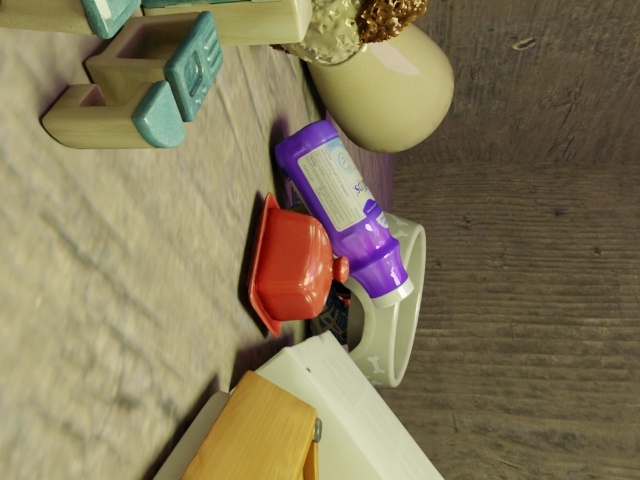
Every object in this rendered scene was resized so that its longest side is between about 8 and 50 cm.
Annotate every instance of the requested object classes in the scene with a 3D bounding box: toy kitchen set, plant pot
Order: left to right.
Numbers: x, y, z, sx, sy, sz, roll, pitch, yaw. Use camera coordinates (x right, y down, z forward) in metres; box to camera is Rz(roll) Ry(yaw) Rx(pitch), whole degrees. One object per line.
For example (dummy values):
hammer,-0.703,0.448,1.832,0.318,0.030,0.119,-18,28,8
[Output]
toy kitchen set,-0.090,-0.170,0.341,0.166,0.122,0.207,80,15,-46
plant pot,0.087,-0.320,1.020,0.274,0.257,0.256,16,75,-63

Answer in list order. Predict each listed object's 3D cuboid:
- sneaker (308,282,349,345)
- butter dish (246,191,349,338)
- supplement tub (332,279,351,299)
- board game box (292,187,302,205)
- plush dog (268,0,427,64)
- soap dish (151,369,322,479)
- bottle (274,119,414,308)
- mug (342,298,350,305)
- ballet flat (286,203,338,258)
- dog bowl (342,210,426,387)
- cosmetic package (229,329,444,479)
sneaker,0.016,0.120,1.039,0.080,0.081,0.211,-75,161,-45
butter dish,-0.021,0.036,0.734,0.160,0.118,0.159,71,22,-60
supplement tub,0.050,0.050,1.147,0.198,0.106,0.106,75,20,-59
board game box,-0.018,-0.096,0.977,0.154,0.026,0.103,-62,152,-66
plush dog,-0.008,-0.306,0.608,0.211,0.262,0.225,-38,126,-33
soap dish,-0.069,0.306,0.514,0.229,0.118,0.290,-56,147,-71
bottle,0.041,-0.035,0.812,0.282,0.092,0.118,60,18,-6
mug,0.124,0.137,1.539,0.150,0.113,0.169,48,41,-77
ballet flat,0.000,0.000,0.899,0.073,0.067,0.206,-45,157,4
dog bowl,0.122,0.114,1.050,0.349,0.102,0.348,8,90,-73
cosmetic package,0.067,0.301,0.728,0.377,0.097,0.284,52,3,11
